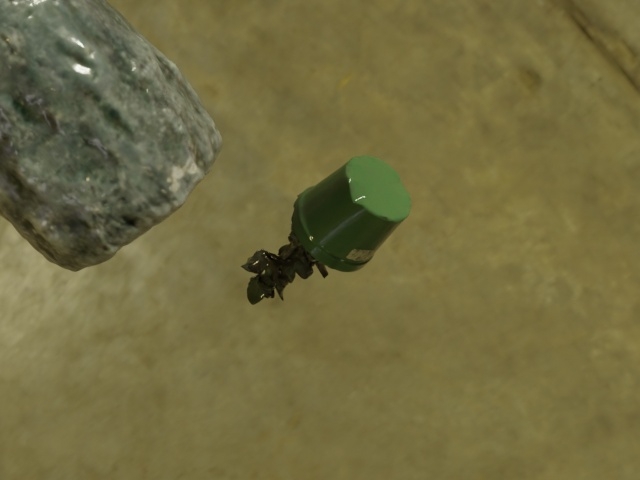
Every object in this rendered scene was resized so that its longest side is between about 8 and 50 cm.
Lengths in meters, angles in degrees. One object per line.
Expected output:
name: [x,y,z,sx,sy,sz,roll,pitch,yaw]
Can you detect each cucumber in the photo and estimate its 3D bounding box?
cucumber: [-0.083,-0.047,0.388,0.112,0.064,0.064,46,55,-19]

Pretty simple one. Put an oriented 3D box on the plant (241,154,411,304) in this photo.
plant: [0.000,0.000,0.739,0.051,0.102,0.051,26,43,-28]
